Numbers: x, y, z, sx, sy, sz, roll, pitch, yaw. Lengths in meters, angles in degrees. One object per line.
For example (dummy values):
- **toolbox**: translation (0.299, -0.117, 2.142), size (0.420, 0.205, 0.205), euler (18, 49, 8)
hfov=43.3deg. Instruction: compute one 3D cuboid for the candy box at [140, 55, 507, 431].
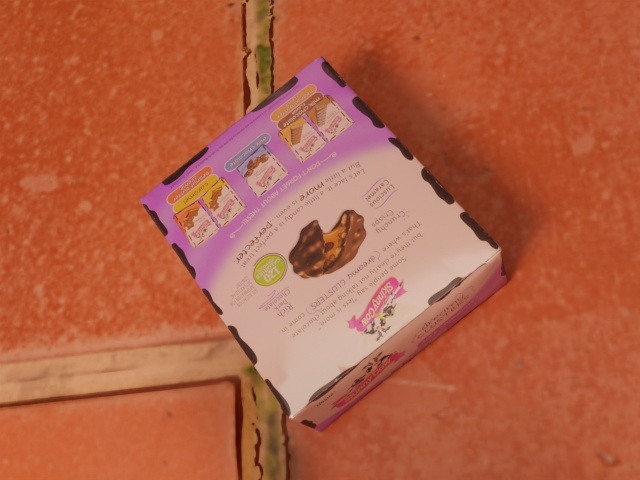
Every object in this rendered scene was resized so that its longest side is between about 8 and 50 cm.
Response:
- **candy box**: translation (0.000, 0.000, 0.548), size (0.165, 0.070, 0.196), euler (-38, 64, 0)
